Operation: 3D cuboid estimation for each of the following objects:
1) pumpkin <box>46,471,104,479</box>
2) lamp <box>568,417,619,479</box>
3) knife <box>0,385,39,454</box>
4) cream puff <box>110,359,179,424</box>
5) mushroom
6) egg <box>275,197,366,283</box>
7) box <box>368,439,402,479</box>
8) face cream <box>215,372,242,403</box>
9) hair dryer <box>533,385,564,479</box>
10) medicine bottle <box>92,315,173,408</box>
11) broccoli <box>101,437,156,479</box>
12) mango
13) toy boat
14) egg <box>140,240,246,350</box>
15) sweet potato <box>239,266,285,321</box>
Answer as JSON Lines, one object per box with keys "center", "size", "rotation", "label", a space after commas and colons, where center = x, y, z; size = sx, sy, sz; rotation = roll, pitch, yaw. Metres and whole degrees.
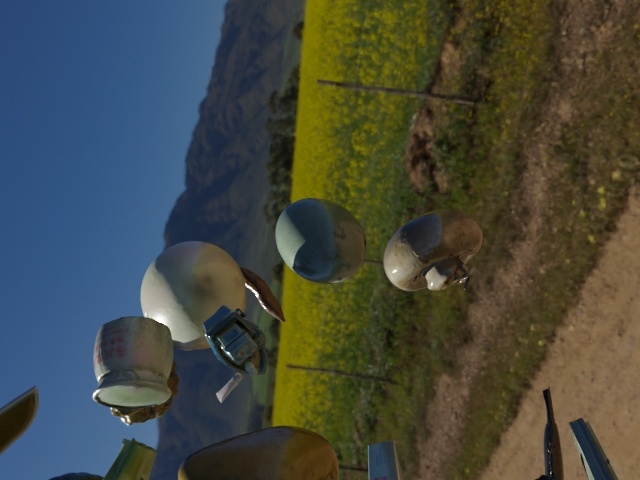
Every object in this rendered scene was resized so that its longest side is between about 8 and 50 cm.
{"center": [-0.692, 0.776, 1.835], "size": [0.207, 0.300, 0.300], "rotation": [50, 140, 49], "label": "pumpkin"}
{"center": [0.506, 0.478, 1.133], "size": [0.269, 0.047, 0.267], "rotation": [-66, -46, -73], "label": "lamp"}
{"center": [-0.544, 0.348, 0.973], "size": [0.343, 0.061, 0.027], "rotation": [-44, 25, -14], "label": "knife"}
{"center": [-0.507, 0.404, 1.896], "size": [0.244, 0.196, 0.244], "rotation": [179, 90, -74], "label": "cream puff"}
{"center": [0.400, 0.063, 2.284], "size": [0.295, 0.362, 0.362], "rotation": [61, 164, 20], "label": "mushroom"}
{"center": [0.000, 0.000, 1.373], "size": [0.236, 0.169, 0.169], "rotation": [34, 124, 48], "label": "egg"}
{"center": [0.174, 0.632, 1.716], "size": [0.269, 0.079, 0.135], "rotation": [-65, -38, -83], "label": "box"}
{"center": [-0.286, 0.460, 2.073], "size": [0.115, 0.038, 0.020], "rotation": [-48, -30, 17], "label": "face cream"}
{"center": [0.464, 0.442, 1.352], "size": [0.304, 0.120, 0.360], "rotation": [57, -148, -40], "label": "hair dryer"}
{"center": [-0.353, 0.235, 1.252], "size": [0.147, 0.147, 0.143], "rotation": [101, 166, -57], "label": "medicine bottle"}
{"center": [-0.412, 0.612, 1.416], "size": [0.302, 0.249, 0.375], "rotation": [-49, -36, 0], "label": "broccoli"}
{"center": [-0.075, 0.284, 0.804], "size": [0.137, 0.195, 0.098], "rotation": [-70, -26, -81], "label": "mango"}
{"center": [-0.163, 0.229, 1.408], "size": [0.098, 0.109, 0.238], "rotation": [43, 168, 31], "label": "toy boat"}
{"center": [-0.334, 0.141, 1.765], "size": [0.345, 0.282, 0.283], "rotation": [122, 156, -60], "label": "egg"}
{"center": [-0.174, 0.157, 1.986], "size": [0.051, 0.218, 0.065], "rotation": [-36, -9, -36], "label": "sweet potato"}
